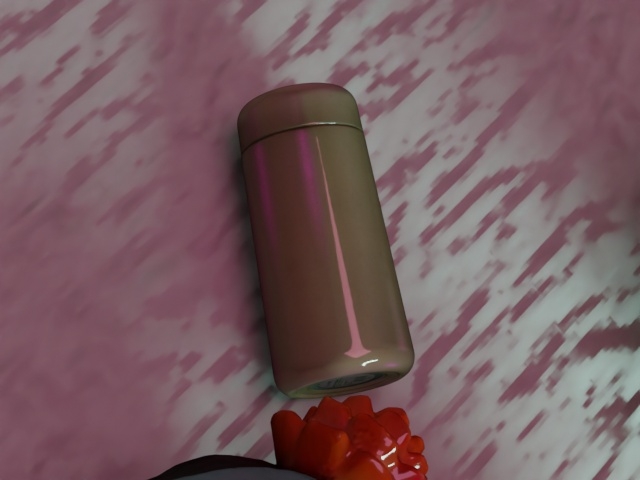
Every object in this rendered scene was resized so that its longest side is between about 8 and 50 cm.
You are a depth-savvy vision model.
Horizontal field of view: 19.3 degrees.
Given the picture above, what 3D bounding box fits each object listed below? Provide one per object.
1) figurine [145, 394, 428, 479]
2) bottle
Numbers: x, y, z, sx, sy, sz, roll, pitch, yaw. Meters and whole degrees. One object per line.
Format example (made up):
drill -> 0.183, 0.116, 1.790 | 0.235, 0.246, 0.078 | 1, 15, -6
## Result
figurine -> -0.006, 0.173, 0.514 | 0.138, 0.110, 0.245 | -12, 82, -37
bottle -> 0.000, 0.000, 0.602 | 0.045, 0.045, 0.096 | -3, 73, -26
